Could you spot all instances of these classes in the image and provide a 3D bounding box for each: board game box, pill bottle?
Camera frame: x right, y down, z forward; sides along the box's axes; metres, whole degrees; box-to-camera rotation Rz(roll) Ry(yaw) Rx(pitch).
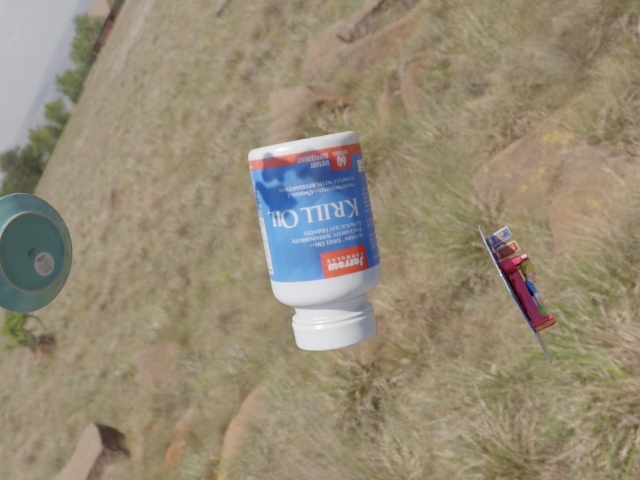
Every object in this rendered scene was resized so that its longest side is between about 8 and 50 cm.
[{"bbox_3d":[0.228,0.052,0.820,0.033,0.169,0.133,-29,24,14],"label":"board game box"},{"bbox_3d":[0.000,0.000,0.816,0.124,0.124,0.222,6,108,67],"label":"pill bottle"}]

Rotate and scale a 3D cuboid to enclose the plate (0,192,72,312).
[{"bbox_3d":[-0.456,0.019,1.171,0.024,0.188,0.188,-3,59,30],"label":"plate"}]
